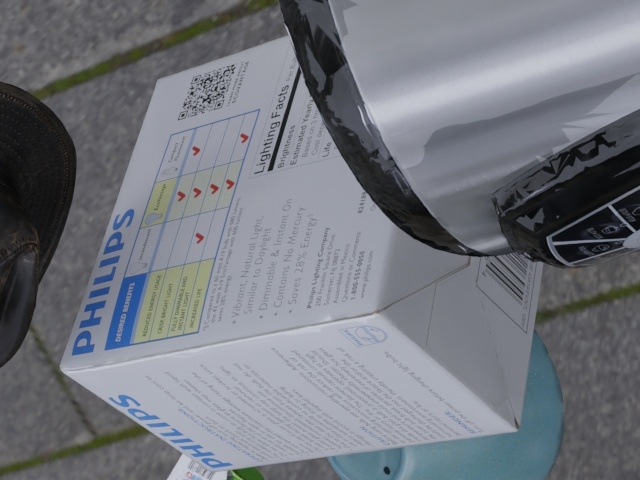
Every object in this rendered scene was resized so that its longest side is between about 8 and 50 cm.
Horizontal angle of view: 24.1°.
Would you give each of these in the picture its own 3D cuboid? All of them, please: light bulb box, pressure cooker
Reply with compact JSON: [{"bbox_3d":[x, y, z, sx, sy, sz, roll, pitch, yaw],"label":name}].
[{"bbox_3d":[0.000,0.000,1.400,0.361,0.358,0.225,-13,139,37],"label":"light bulb box"},{"bbox_3d":[0.216,-0.202,0.916,0.420,0.370,0.375,-15,122,25],"label":"pressure cooker"}]

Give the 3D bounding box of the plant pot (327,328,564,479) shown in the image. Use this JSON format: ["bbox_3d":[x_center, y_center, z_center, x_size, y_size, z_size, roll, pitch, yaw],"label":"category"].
[{"bbox_3d":[0.112,0.205,1.767,0.290,0.195,0.290,14,111,41],"label":"plant pot"}]

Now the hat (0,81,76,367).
[{"bbox_3d":[-0.314,0.032,1.247,0.134,0.331,0.331,40,130,37],"label":"hat"}]

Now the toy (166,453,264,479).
[{"bbox_3d":[-0.130,0.325,1.559,0.137,0.056,0.237,30,109,-7],"label":"toy"}]
